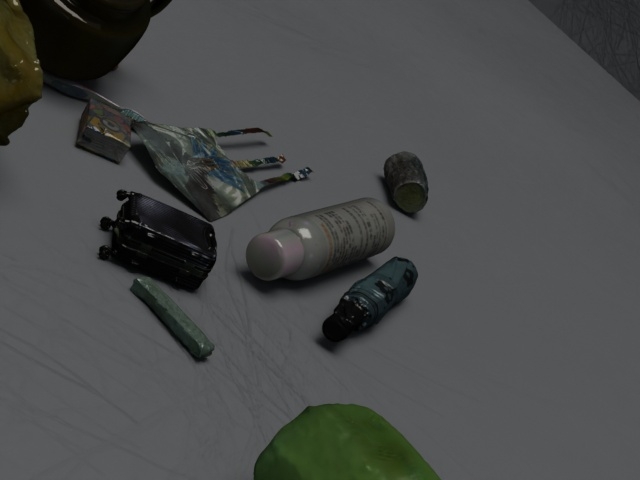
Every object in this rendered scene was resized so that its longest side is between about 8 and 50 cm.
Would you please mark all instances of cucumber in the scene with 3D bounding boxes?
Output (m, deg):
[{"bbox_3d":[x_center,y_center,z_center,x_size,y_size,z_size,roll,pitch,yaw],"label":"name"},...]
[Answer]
[{"bbox_3d":[0.132,-0.086,1.942,0.064,0.064,0.112,22,29,-19],"label":"cucumber"}]

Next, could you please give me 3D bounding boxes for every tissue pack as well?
[{"bbox_3d":[-0.270,-0.139,1.609,0.063,0.035,0.083,24,27,-20],"label":"tissue pack"}]

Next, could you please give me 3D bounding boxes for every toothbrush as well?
[{"bbox_3d":[-0.342,-0.207,1.672,0.269,0.021,0.027,26,20,-10],"label":"toothbrush"}]

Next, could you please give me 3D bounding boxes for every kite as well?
[{"bbox_3d":[-0.126,-0.115,1.723,0.169,0.015,0.310,47,27,10],"label":"kite"}]

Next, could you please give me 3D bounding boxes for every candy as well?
[{"bbox_3d":[0.067,0.287,1.082,0.132,0.142,0.343,-4,40,-32],"label":"candy"}]

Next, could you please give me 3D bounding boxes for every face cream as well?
[{"bbox_3d":[0.000,0.000,1.603,0.082,0.082,0.269,41,26,19],"label":"face cream"}]

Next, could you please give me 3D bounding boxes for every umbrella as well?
[{"bbox_3d":[0.061,0.073,1.573,0.052,0.053,0.250,29,25,14],"label":"umbrella"}]

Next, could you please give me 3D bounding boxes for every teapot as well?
[{"bbox_3d":[-0.290,-0.328,1.667,0.267,0.175,0.186,-9,66,-48],"label":"teapot"}]

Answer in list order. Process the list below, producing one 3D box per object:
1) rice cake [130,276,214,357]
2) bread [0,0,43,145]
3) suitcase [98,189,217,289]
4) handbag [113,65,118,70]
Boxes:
[{"bbox_3d":[-0.156,0.080,1.351,0.121,0.022,0.022,42,32,27],"label":"rice cake"},{"bbox_3d":[-0.435,-0.198,1.359,0.252,0.238,0.196,7,72,-36],"label":"bread"},{"bbox_3d":[-0.178,0.000,1.431,0.126,0.059,0.086,24,27,-21],"label":"suitcase"},{"bbox_3d":[-0.376,-0.327,1.811,0.157,0.059,0.212,3,37,-46],"label":"handbag"}]
